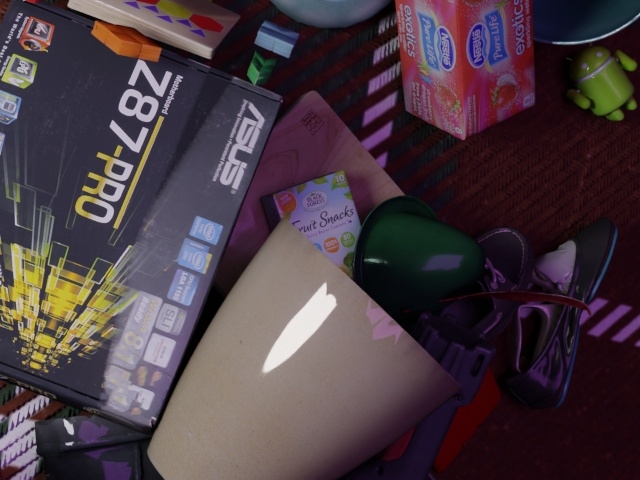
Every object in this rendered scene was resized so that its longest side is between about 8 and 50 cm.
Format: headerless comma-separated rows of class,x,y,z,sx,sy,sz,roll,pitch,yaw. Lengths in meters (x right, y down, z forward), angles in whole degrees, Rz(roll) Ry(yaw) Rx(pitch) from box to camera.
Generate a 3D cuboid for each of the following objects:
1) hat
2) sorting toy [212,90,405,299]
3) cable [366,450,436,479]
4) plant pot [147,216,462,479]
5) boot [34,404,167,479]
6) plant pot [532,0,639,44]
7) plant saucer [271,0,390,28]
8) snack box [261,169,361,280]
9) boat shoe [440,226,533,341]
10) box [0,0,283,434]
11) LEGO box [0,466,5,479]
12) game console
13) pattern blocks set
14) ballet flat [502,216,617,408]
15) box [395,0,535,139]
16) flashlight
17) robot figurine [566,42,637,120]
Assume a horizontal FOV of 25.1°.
hat,0.171,0.028,1.664,0.208,0.184,0.172,-17,101,-46
sorting toy,-0.026,0.001,1.735,0.255,0.089,0.257,49,66,-15
cable,0.182,0.360,1.816,0.139,0.072,0.287,-39,103,-20
plant pot,-0.038,0.163,1.484,0.256,0.256,0.274,44,89,-17
boot,-0.121,0.403,1.611,0.367,0.146,0.445,-5,84,-18
plant pot,0.342,-0.418,1.888,0.290,0.290,0.195,66,28,-7
plant saucer,0.015,-0.347,1.757,0.195,0.037,0.195,-1,116,-2
snack box,0.000,0.000,1.675,0.100,0.037,0.141,-20,96,-29
boat shoe,0.165,0.094,1.804,0.112,0.095,0.335,38,67,14
box,-0.255,-0.029,1.543,0.318,0.097,0.394,22,73,-4
LEGO box,-0.479,0.436,1.300,0.500,0.193,0.372,-22,103,-19
game console,0.152,0.202,1.851,0.124,0.085,0.144,36,66,13
pattern blocks set,-0.189,-0.259,1.607,0.325,0.026,0.285,27,27,7
ballet flat,0.313,0.084,1.904,0.096,0.095,0.280,23,75,-11
box,0.180,-0.273,1.788,0.128,0.123,0.256,-28,130,-26
flashlight,0.096,0.227,1.688,0.103,0.103,0.304,10,114,-23
robot figurine,0.387,-0.219,1.982,0.101,0.067,0.115,-38,104,-5
